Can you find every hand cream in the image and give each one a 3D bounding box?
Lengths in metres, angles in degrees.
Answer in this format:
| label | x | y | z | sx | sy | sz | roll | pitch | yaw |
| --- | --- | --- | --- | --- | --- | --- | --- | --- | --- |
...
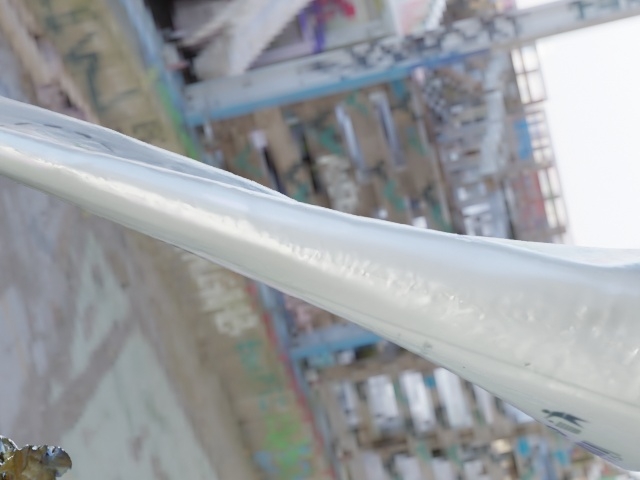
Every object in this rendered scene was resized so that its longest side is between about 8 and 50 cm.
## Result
| label | x | y | z | sx | sy | sz | roll | pitch | yaw |
| --- | --- | --- | --- | --- | --- | --- | --- | --- | --- |
| hand cream | 0.000 | 0.000 | 0.550 | 0.121 | 0.336 | 0.076 | -84 | -167 | -84 |

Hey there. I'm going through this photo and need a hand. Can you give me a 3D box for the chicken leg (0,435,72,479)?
| label | x | y | z | sx | sy | sz | roll | pitch | yaw |
| --- | --- | --- | --- | --- | --- | --- | --- | --- | --- |
| chicken leg | -0.190 | 0.178 | 0.832 | 0.125 | 0.080 | 0.196 | 18 | 70 | -47 |
